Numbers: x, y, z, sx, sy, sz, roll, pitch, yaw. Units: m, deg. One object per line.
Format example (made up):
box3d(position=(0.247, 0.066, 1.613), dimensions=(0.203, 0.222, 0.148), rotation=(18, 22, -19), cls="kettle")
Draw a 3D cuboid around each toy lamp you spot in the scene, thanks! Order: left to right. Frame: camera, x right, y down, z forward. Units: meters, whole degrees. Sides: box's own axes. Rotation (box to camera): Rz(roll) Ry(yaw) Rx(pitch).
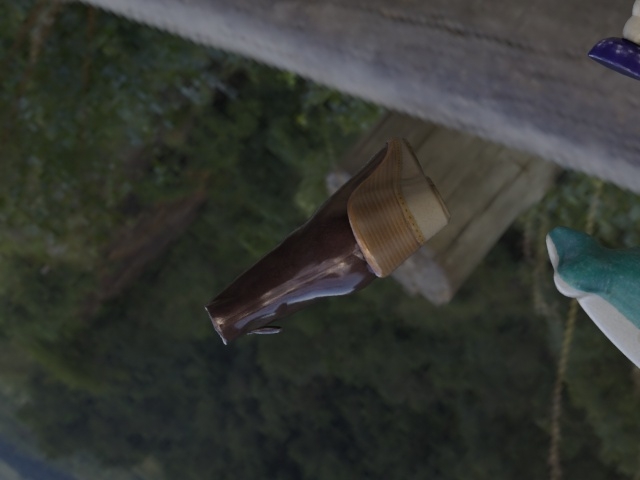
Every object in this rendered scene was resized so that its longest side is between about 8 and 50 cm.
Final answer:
box3d(position=(0.357, -0.298, 1.482), dimensions=(0.080, 0.275, 0.080), rotation=(25, -174, -3), cls="toy lamp")

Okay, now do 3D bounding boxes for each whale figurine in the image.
box3d(position=(0.381, 0.060, 1.645), dimensions=(0.272, 0.141, 0.216), rotation=(32, -150, -18), cls="whale figurine")

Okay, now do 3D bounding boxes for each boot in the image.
box3d(position=(0.000, 0.000, 1.223), dimensions=(0.090, 0.207, 0.248), rotation=(62, -176, -7), cls="boot")
